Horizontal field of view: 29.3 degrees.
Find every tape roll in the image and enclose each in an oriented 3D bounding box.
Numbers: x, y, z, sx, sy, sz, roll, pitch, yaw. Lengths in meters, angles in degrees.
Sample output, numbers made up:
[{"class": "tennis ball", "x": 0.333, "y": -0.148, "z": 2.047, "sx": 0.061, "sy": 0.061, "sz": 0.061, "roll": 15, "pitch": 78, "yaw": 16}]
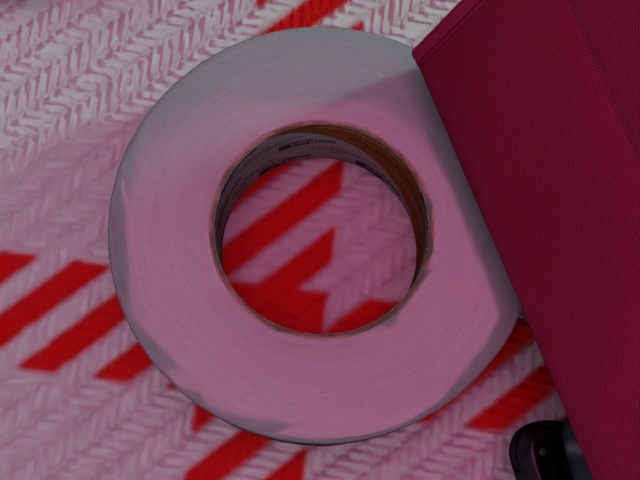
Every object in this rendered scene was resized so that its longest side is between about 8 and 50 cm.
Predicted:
[{"class": "tape roll", "x": 0.000, "y": 0.000, "z": 0.658, "sx": 0.219, "sy": 0.072, "sz": 0.219, "roll": 0, "pitch": 80, "yaw": -2}]

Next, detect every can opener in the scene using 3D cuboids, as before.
[{"class": "can opener", "x": 0.147, "y": 0.178, "z": 0.635, "sx": 0.059, "sy": 0.073, "sz": 0.186, "roll": -17, "pitch": 90, "yaw": -10}]

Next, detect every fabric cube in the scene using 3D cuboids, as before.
[{"class": "fabric cube", "x": 0.238, "y": -0.046, "z": 0.547, "sx": 0.254, "sy": 0.259, "sz": 0.258, "roll": -17, "pitch": 79, "yaw": -26}]
